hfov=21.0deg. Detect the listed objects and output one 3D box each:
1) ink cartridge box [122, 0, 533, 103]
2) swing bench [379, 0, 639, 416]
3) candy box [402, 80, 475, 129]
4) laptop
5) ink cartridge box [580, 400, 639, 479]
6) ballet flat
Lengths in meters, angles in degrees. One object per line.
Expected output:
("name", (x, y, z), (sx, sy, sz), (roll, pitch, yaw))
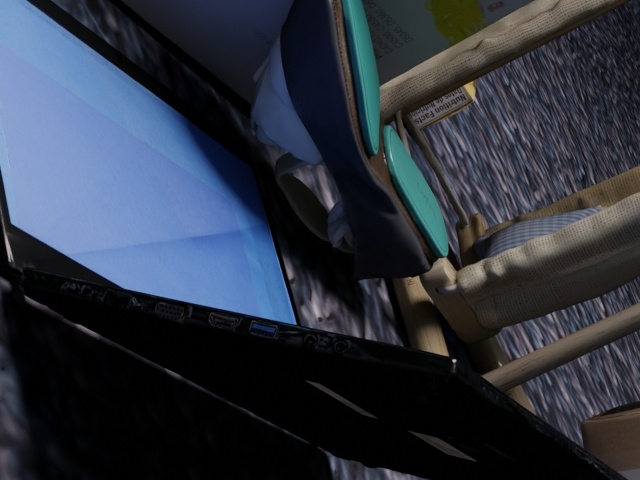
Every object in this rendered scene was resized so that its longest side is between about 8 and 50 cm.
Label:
("ink cartridge box", (0.025, -0.222, 0.827), (0.197, 0.270, 0.198), (35, 32, -52))
("swing bench", (0.152, -0.053, 0.964), (0.165, 0.253, 0.255), (20, 46, -66))
("candy box", (0.039, -0.175, 1.154), (0.187, 0.053, 0.109), (58, 18, -18))
("laptop", (0.000, 0.000, 0.657), (0.234, 0.264, 0.137), (35, 69, -55))
("ink cartridge box", (0.230, 0.205, 1.000), (0.193, 0.088, 0.235), (7, 73, -67))
("ballet flat", (0.006, -0.048, 0.823), (0.203, 0.074, 0.074), (65, 10, -47))
